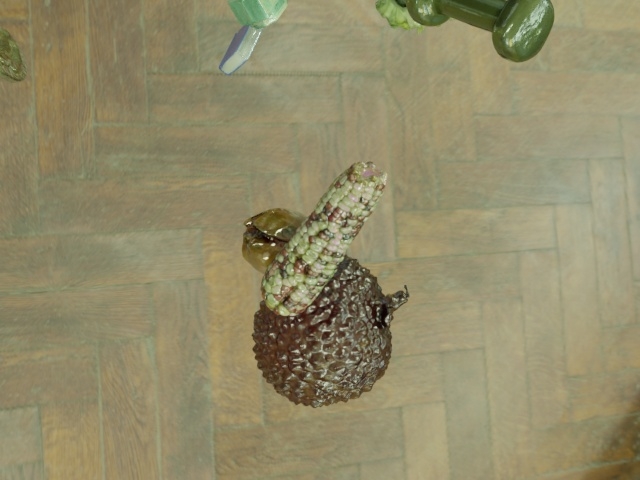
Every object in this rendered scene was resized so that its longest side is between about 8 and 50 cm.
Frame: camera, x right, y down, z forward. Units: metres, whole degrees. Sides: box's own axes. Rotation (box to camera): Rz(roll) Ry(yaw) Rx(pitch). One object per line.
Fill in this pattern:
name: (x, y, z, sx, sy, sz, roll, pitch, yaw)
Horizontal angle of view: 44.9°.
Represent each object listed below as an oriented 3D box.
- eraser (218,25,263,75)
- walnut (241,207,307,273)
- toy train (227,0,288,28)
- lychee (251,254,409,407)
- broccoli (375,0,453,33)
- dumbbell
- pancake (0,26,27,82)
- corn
eraser: (-0.134, -0.326, 1.308, 0.027, 0.063, 0.084, 34, 56, -23)
walnut: (-0.075, 0.006, 1.488, 0.137, 0.245, 0.137, 1, 94, 18)
toy train: (-0.117, -0.442, 1.235, 0.194, 0.081, 0.125, 55, 47, -36)
lychee: (0.018, 0.153, 1.363, 0.300, 0.264, 0.264, -27, 96, 13)
broccoli: (0.105, -0.335, 0.761, 0.247, 0.243, 0.262, -3, 119, -43)
dumbbell: (0.115, -0.171, 0.573, 0.046, 0.118, 0.052, 13, 110, -43)
pancake: (-0.683, -0.420, 1.559, 0.042, 0.236, 0.222, -30, 58, 6)
corn: (0.000, 0.000, 1.160, 0.092, 0.092, 0.280, 26, 117, -15)
